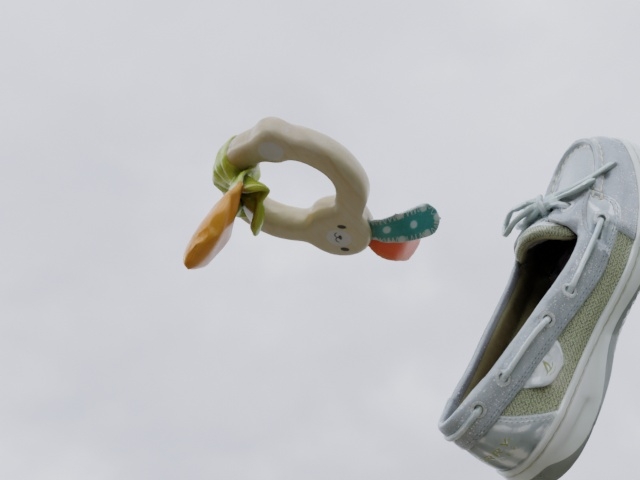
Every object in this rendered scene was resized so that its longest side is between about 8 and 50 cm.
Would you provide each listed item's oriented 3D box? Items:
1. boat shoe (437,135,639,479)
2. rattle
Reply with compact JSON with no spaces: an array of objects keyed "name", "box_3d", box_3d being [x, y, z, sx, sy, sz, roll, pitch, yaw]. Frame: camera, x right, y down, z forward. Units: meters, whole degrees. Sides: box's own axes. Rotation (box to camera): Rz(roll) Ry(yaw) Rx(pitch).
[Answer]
[{"name":"boat shoe","box_3d":[0.180,0.038,1.304,0.103,0.320,0.118,31,-29,-16]},{"name":"rattle","box_3d":[0.000,0.000,1.349,0.200,0.142,0.130,38,-61,-23]}]
